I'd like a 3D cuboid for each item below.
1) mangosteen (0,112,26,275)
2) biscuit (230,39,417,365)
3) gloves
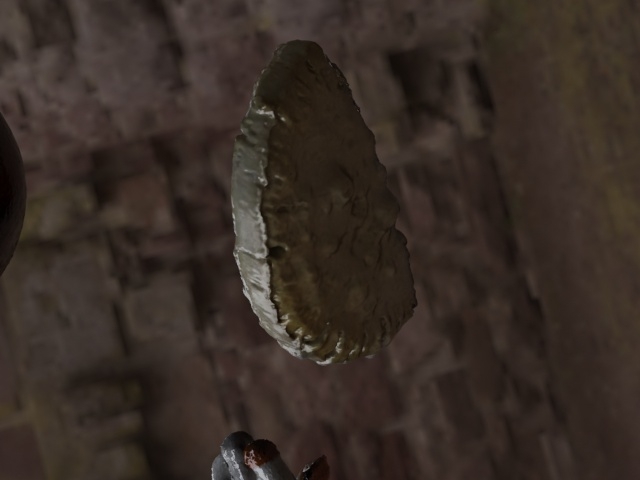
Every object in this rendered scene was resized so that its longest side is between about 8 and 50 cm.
[{"bbox_3d":[-0.320,-0.061,1.487,0.261,0.235,0.236,-60,-31,-43],"label":"mangosteen"},{"bbox_3d":[0.000,0.000,1.564,0.179,0.084,0.281,-60,-39,-37],"label":"biscuit"},{"bbox_3d":[-0.056,0.313,2.136,0.131,0.140,0.219,-90,-5,-49],"label":"gloves"}]
